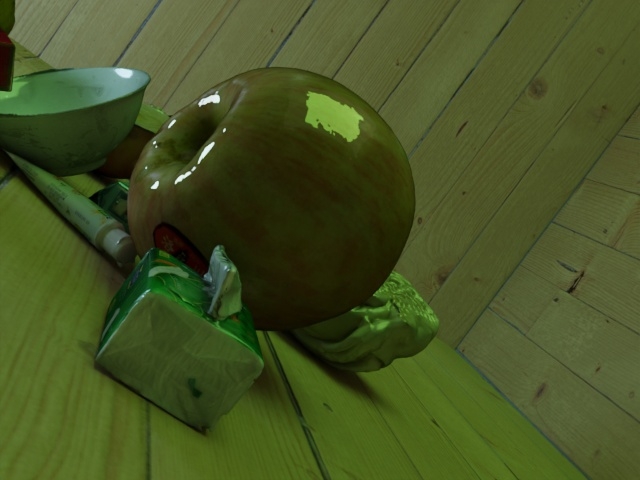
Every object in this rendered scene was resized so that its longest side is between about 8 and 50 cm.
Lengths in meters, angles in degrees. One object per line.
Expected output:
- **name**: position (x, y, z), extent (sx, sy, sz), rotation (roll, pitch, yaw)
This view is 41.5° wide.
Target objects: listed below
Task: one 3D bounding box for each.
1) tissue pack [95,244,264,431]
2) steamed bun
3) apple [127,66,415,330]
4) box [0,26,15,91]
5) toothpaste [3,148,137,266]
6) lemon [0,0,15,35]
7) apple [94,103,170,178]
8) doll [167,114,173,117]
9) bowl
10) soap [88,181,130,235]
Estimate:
- **tissue pack**: position (-0.140, 0.082, 0.936), extent (0.148, 0.156, 0.209), rotation (38, 2, -14)
- **steamed bun**: position (0.049, 0.146, 1.642), extent (0.289, 0.203, 0.276), rotation (13, 28, -45)
- **apple**: position (-0.062, -0.054, 1.212), extent (0.346, 0.391, 0.391), rotation (42, 0, -30)
- **box**: position (-0.656, -0.343, 1.466), extent (0.197, 0.089, 0.313), rotation (2, 22, -28)
- **toothpaste**: position (-0.382, -0.059, 1.290), extent (0.056, 0.058, 0.314), rotation (-25, 46, -38)
- **lemon**: position (-0.765, -0.497, 1.749), extent (0.267, 0.267, 0.267), rotation (36, 3, -3)
- **apple**: position (-0.456, -0.224, 1.815), extent (0.292, 0.163, 0.251), rotation (21, 19, -22)
- **doll**: position (-0.328, -0.184, 2.141), extent (0.339, 0.209, 0.318), rotation (27, -7, -28)
- **bowl**: position (-0.439, -0.196, 1.454), extent (0.313, 0.146, 0.313), rotation (-2, 26, 1)
- **soap**: position (-0.266, -0.008, 1.500), extent (0.293, 0.077, 0.156), rotation (37, 4, -1)
